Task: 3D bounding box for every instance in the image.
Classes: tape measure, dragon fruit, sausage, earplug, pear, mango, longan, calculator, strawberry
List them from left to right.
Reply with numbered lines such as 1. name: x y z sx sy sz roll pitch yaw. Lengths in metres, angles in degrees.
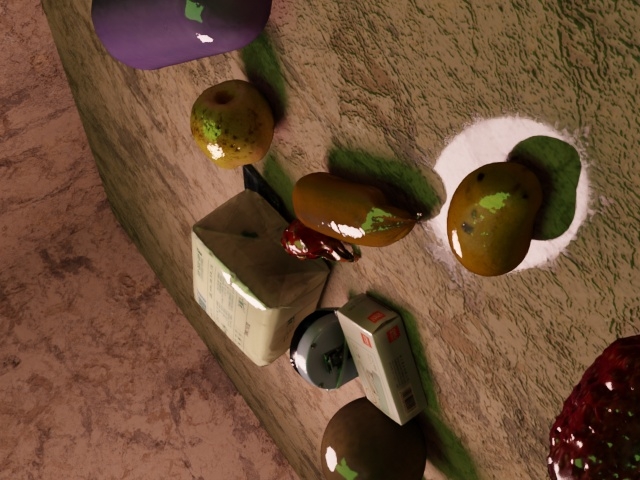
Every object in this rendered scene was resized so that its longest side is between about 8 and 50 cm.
1. earplug: -0.240 -0.417 1.270 0.456 0.215 0.215 18 135 55
2. pear: -0.171 -0.226 1.410 0.178 0.178 0.178 47 156 28
3. calculator: -0.139 -0.063 1.758 0.161 0.021 0.261 48 156 26
4. dragon fruit: 0.000 0.000 1.471 0.191 0.094 0.094 10 132 35
5. tape measure: 0.024 0.243 1.585 0.107 0.181 0.182 25 140 50
6. sausage: 0.059 -0.049 1.225 0.328 0.112 0.112 20 137 55
7. longan: 0.122 0.476 1.619 0.258 0.258 0.258 47 156 28
8. mango: 0.218 -0.030 0.908 0.115 0.090 0.178 34 146 29
9. strawberry: 0.368 0.239 0.756 0.274 0.220 0.274 52 160 28

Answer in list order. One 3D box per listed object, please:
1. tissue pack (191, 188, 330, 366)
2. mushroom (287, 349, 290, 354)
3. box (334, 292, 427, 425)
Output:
1. tissue pack: -0.156 0.102 1.718 0.297 0.207 0.380 45 154 14
2. mushroom: -0.164 0.251 2.143 0.351 0.097 0.109 27 143 50
3. box: 0.129 0.248 1.496 0.135 0.079 0.269 28 144 52
